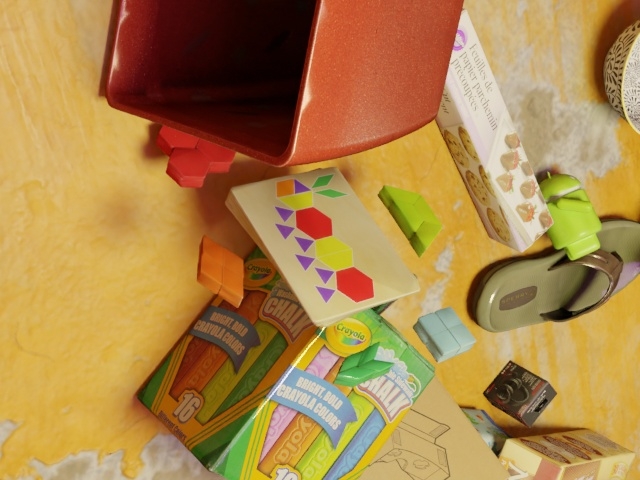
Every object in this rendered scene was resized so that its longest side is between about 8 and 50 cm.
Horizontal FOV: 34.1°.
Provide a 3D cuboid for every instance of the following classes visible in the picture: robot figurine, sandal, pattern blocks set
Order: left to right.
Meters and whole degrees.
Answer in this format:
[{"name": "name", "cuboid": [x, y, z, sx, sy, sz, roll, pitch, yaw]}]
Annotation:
[{"name": "pattern blocks set", "cuboid": [0.000, 0.000, 1.027, 0.285, 0.325, 0.026, -6, 144, -31]}, {"name": "robot figurine", "cuboid": [0.316, -0.034, 1.339, 0.067, 0.101, 0.115, -25, 82, 7]}, {"name": "sandal", "cuboid": [0.337, 0.061, 1.390, 0.303, 0.086, 0.120, -21, 117, -27]}]

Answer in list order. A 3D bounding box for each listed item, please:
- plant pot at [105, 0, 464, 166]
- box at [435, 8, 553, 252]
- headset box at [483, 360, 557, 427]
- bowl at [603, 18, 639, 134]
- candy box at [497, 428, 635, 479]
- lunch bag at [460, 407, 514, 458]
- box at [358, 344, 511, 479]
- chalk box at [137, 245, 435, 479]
[{"name": "plant pot", "cuboid": [-0.009, -0.221, 0.967, 0.236, 0.267, 0.267, 0, 107, -46]}, {"name": "box", "cuboid": [0.189, -0.127, 1.241, 0.063, 0.067, 0.324, -41, 125, -16]}, {"name": "headset box", "cuboid": [0.271, 0.208, 1.400, 0.062, 0.083, 0.032, -48, 126, -10]}, {"name": "bowl", "cuboid": [0.422, -0.222, 1.353, 0.170, 0.080, 0.170, -12, 113, -30]}, {"name": "candy box", "cuboid": [0.316, 0.362, 1.422, 0.316, 0.087, 0.183, 12, 100, -56]}, {"name": "lunch bag", "cuboid": [0.162, 0.299, 1.359, 0.129, 0.096, 0.151, 14, 111, -39]}, {"name": "box", "cuboid": [0.105, 0.248, 1.253, 0.164, 0.201, 0.021, -30, 162, -22]}, {"name": "chalk box", "cuboid": [-0.016, 0.129, 1.122, 0.289, 0.180, 0.179, -53, 127, -8]}]
